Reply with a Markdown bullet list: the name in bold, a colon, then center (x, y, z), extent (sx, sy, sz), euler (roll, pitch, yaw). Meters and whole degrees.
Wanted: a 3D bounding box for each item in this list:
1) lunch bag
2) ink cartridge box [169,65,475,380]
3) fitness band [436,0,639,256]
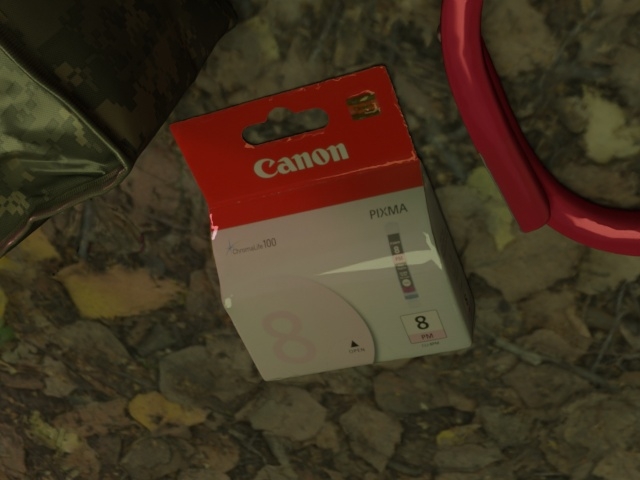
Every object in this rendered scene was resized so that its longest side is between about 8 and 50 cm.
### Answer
- **lunch bag**: center (-0.216, -0.163, 0.533), extent (0.169, 0.235, 0.287), euler (-29, 114, 27)
- **ink cartridge box**: center (0.000, 0.000, 0.713), extent (0.189, 0.066, 0.232), euler (-12, 125, 21)
- **fitness band**: center (0.199, -0.108, 0.594), extent (0.209, 0.054, 0.291), euler (-20, 119, 22)
